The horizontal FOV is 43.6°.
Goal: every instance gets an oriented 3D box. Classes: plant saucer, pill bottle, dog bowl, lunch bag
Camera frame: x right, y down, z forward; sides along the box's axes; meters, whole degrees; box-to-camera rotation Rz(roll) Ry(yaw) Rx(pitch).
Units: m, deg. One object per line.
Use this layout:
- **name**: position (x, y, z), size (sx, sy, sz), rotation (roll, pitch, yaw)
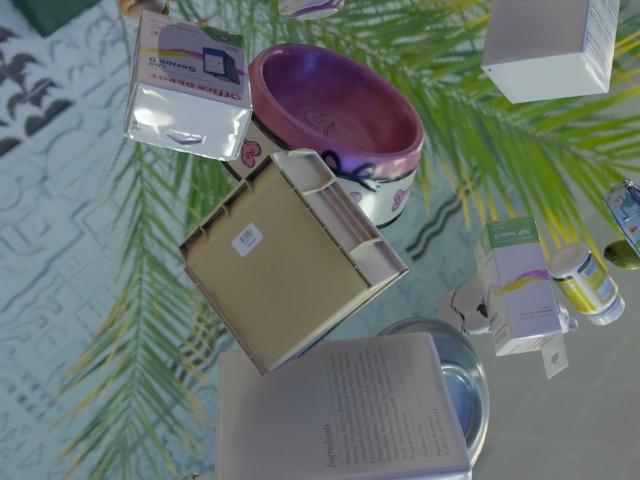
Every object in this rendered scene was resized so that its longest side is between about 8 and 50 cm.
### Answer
- **plant saucer**: position (0.240, 0.364, 1.718), size (0.400, 0.400, 0.100), rotation (-46, -160, -27)
- **pill bottle**: position (0.690, 0.115, 2.074), size (0.119, 0.208, 0.119), rotation (-36, -160, 15)
- **dog bowl**: position (0.010, -0.208, 1.481), size (0.150, 0.408, 0.408), rotation (-60, -178, 36)
- **lunch bag**: position (0.754, -0.036, 1.879), size (0.090, 0.219, 0.176), rotation (-36, -174, 20)

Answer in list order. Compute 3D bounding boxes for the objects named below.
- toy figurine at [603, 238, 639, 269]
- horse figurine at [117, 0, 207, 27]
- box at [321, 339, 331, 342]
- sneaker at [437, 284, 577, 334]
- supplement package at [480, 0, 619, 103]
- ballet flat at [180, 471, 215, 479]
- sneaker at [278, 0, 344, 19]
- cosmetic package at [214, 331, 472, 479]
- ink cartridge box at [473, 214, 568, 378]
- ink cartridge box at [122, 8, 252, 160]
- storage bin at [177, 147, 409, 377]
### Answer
- **toy figurine**: position (0.936, 0.089, 2.044), size (0.362, 0.191, 0.217), rotation (0, -118, -2)
- **horse figurine**: position (-0.270, -0.372, 1.272), size (0.066, 0.263, 0.174), rotation (-28, 173, -34)
- **box**: position (-0.055, 0.352, 1.894), size (0.127, 0.148, 0.232), rotation (-37, -133, 45)
- **sneaker**: position (0.514, 0.212, 2.197), size (0.365, 0.210, 0.137), rotation (-5, -113, 43)
- **supplement package**: position (0.427, -0.385, 1.480), size (0.194, 0.149, 0.203), rotation (1, -110, 38)
- **ballet flat**: position (-0.231, 0.551, 1.767), size (0.052, 0.168, 0.057), rotation (-46, -142, 25)
- **sneaker**: position (0.008, -0.547, 1.628), size (0.114, 0.152, 0.305), rotation (-12, 179, -34)
- **cosmetic package**: position (0.030, 0.398, 1.399), size (0.393, 0.329, 0.327), rotation (-5, -145, -3)
- **ink cartridge box**: position (0.461, 0.144, 1.873), size (0.119, 0.354, 0.207), rotation (-8, 160, -1)
- **ink cartridge box**: position (-0.182, -0.215, 1.099), size (0.212, 0.154, 0.093), rotation (-99, -154, -47)
- **storage bin**: position (-0.054, 0.032, 1.256), size (0.262, 0.260, 0.123), rotation (-42, 171, 29)
